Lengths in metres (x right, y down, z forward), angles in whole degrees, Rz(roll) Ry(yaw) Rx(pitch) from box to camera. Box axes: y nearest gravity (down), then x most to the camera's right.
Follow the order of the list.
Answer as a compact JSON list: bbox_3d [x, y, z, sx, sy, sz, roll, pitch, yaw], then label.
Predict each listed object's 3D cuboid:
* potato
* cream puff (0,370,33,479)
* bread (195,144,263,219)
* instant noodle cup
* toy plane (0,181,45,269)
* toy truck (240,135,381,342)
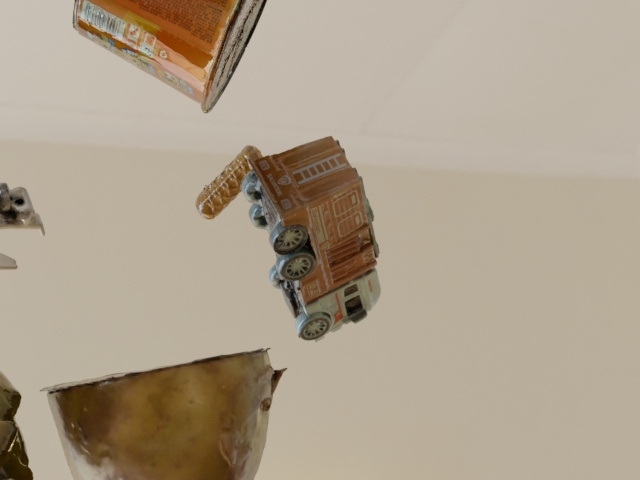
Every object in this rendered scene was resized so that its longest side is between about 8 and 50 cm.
[{"bbox_3d":[-0.185,0.275,1.661,0.301,0.237,0.289,-9,-5,-18],"label":"potato"},{"bbox_3d":[-0.470,0.231,1.493,0.276,0.378,0.378,-24,-29,28],"label":"cream puff"},{"bbox_3d":[-0.157,-0.100,2.259,0.157,0.052,0.044,-46,-37,17],"label":"bread"},{"bbox_3d":[-0.191,-0.345,1.772,0.214,0.296,0.296,25,-33,-1],"label":"instant noodle cup"},{"bbox_3d":[-0.534,-0.015,1.955,0.245,0.244,0.117,-3,-46,-19],"label":"toy plane"},{"bbox_3d":[0.000,0.000,1.885,0.162,0.136,0.305,-23,-40,-8],"label":"toy truck"}]
